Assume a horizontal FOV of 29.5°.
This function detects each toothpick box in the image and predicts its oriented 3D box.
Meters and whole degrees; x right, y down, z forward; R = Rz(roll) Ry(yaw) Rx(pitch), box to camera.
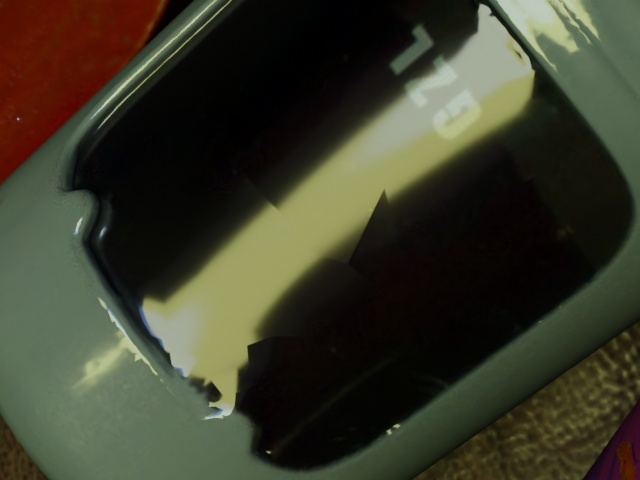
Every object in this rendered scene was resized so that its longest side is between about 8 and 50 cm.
[{"bbox_3d":[0.000,0.000,0.569,0.354,0.263,0.263,-39,77,14],"label":"toothpick box"}]

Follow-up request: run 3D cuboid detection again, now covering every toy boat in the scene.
[{"bbox_3d":[-0.170,-0.094,0.668,0.145,0.133,0.332,40,79,-2],"label":"toy boat"}]

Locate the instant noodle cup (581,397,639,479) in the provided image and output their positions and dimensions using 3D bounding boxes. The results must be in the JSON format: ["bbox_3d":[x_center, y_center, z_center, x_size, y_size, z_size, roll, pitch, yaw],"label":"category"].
[{"bbox_3d":[0.191,0.178,0.508,0.251,0.251,0.190,43,119,17],"label":"instant noodle cup"}]
